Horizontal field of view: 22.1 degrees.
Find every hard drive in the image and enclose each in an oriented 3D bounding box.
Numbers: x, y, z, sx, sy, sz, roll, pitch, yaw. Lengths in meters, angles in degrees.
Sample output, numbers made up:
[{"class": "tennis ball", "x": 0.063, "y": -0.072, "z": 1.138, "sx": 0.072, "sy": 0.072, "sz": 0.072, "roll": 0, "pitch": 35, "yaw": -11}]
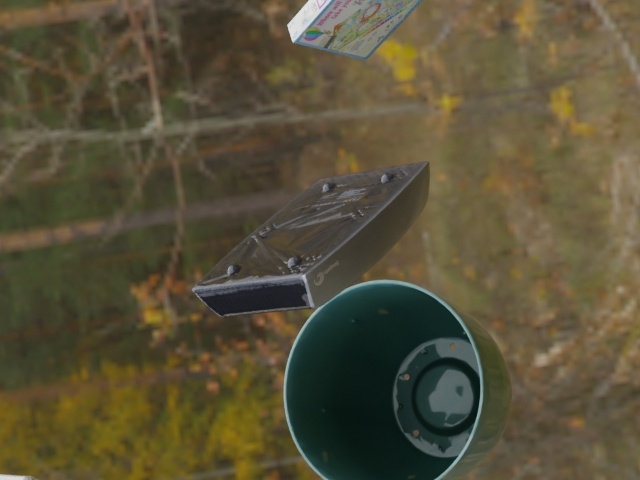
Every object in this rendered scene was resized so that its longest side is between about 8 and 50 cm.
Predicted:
[{"class": "hard drive", "x": 0.000, "y": 0.000, "z": 1.714, "sx": 0.254, "sy": 0.172, "sz": 0.054, "roll": -42, "pitch": -64, "yaw": -46}]

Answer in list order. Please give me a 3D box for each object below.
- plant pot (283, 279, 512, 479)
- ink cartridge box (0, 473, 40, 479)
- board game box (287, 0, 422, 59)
[{"class": "plant pot", "x": 0.131, "y": 0.211, "z": 2.267, "sx": 0.235, "sy": 0.293, "sz": 0.293, "roll": 16, "pitch": -118, "yaw": -62}, {"class": "ink cartridge box", "x": -0.336, "y": 0.296, "z": 1.702, "sx": 0.261, "sy": 0.296, "sz": 0.066, "roll": 36, "pitch": -120, "yaw": -51}, {"class": "board game box", "x": 0.050, "y": -0.257, "z": 1.734, "sx": 0.154, "sy": 0.103, "sz": 0.026, "roll": -44, "pitch": 51, "yaw": 39}]
